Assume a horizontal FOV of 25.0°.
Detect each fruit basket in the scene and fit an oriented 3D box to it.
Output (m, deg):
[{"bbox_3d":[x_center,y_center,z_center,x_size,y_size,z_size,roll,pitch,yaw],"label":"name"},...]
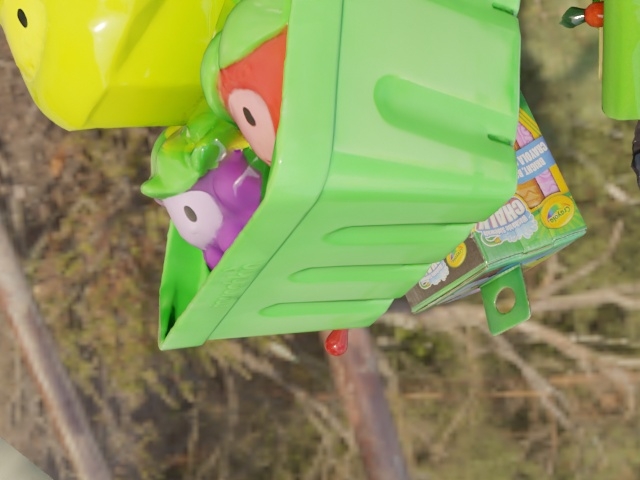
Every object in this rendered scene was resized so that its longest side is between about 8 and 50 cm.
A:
[{"bbox_3d":[-0.084,-0.103,0.989,0.392,0.392,0.283,33,54,-50],"label":"fruit basket"}]

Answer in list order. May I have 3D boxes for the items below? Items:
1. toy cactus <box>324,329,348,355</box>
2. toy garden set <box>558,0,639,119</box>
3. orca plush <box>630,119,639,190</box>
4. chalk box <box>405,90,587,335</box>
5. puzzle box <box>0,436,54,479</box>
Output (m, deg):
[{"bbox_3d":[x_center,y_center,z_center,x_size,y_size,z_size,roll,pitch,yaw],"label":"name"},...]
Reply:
[{"bbox_3d":[0.000,0.000,1.373,0.112,0.219,0.181,14,106,-23],"label":"toy cactus"},{"bbox_3d":[0.135,-0.219,0.744,0.204,0.049,0.244,79,11,-47],"label":"toy garden set"},{"bbox_3d":[0.367,-0.153,1.338,0.287,0.102,0.151,-30,104,-54],"label":"orca plush"},{"bbox_3d":[0.192,-0.028,1.793,0.179,0.180,0.289,-18,80,-33],"label":"chalk box"},{"bbox_3d":[-0.362,0.342,1.246,0.272,0.052,0.409,41,44,-3],"label":"puzzle box"}]
